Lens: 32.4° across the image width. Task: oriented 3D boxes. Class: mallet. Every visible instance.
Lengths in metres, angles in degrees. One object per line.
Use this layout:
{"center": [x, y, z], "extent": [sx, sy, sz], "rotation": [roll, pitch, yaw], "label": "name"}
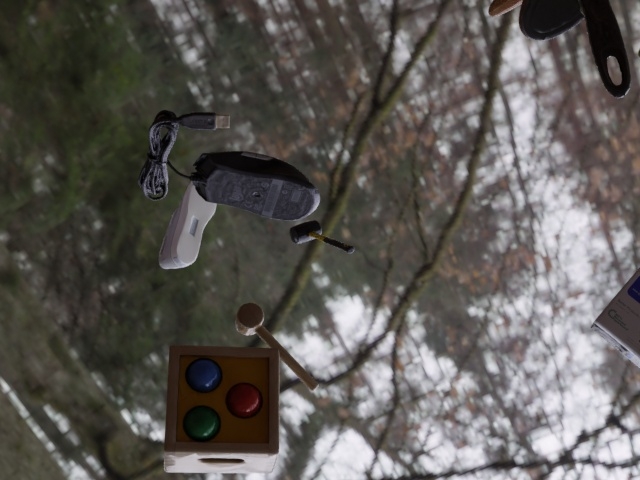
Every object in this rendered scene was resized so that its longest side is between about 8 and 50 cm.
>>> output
{"center": [0.000, 0.000, 2.190], "extent": [0.062, 0.039, 0.189], "rotation": [-15, -160, -21], "label": "mallet"}

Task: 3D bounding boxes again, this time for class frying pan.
{"center": [0.287, -0.286, 1.104], "extent": [0.197, 0.053, 0.326], "rotation": [-30, -121, -1], "label": "frying pan"}

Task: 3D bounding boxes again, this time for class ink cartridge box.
{"center": [0.608, 0.067, 1.791], "extent": [0.165, 0.065, 0.333], "rotation": [41, -99, 14], "label": "ink cartridge box"}

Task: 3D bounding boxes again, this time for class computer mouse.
{"center": [-0.122, -0.118, 1.557], "extent": [0.262, 0.184, 0.060], "rotation": [9, -130, -4], "label": "computer mouse"}

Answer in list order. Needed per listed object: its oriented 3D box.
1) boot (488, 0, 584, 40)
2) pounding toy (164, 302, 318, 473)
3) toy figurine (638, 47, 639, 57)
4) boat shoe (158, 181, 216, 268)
{"center": [0.331, -0.401, 1.727], "extent": [0.264, 0.096, 0.280], "rotation": [-64, -161, -11], "label": "boot"}
{"center": [-0.087, 0.159, 1.287], "extent": [0.181, 0.094, 0.206], "rotation": [2, -118, -7], "label": "pounding toy"}
{"center": [0.662, -0.256, 1.753], "extent": [0.362, 0.217, 0.191], "rotation": [-31, -135, -30], "label": "toy figurine"}
{"center": [-0.224, -0.029, 1.832], "extent": [0.063, 0.066, 0.184], "rotation": [-16, -129, 34], "label": "boat shoe"}
